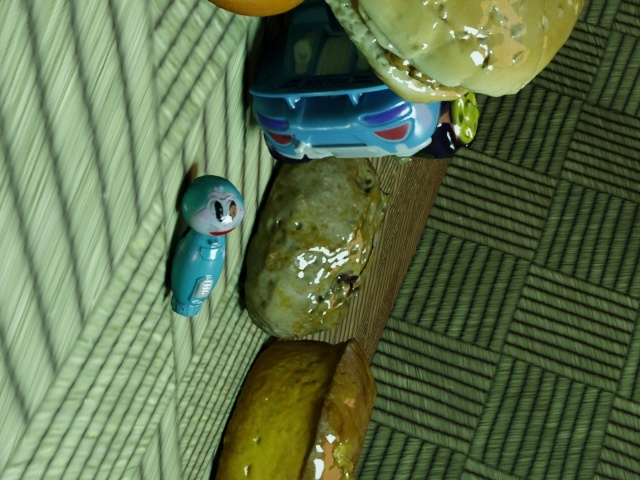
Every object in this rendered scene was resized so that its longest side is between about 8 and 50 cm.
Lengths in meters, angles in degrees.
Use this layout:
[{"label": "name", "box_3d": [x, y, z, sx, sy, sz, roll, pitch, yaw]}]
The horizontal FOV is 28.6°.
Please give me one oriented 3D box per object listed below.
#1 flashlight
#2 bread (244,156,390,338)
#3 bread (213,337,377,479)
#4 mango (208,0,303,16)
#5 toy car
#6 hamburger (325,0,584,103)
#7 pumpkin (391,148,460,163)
[{"label": "flashlight", "box_3d": [-0.096, 0.005, 1.013, 0.051, 0.051, 0.129, -60, 171, -53]}, {"label": "bread", "box_3d": [0.000, 0.000, 1.375, 0.230, 0.123, 0.230, 17, 90, -83]}, {"label": "bread", "box_3d": [-0.031, 0.268, 1.635, 0.312, 0.172, 0.312, 15, 90, -84]}, {"label": "mango", "box_3d": [-0.037, -0.206, 0.750, 0.217, 0.102, 0.141, -53, 137, -75]}, {"label": "toy car", "box_3d": [0.053, -0.200, 1.112, 0.166, 0.198, 0.314, 60, 42, -44]}, {"label": "hamburger", "box_3d": [0.091, -0.249, 0.934, 0.144, 0.283, 0.259, -16, -147, 48]}, {"label": "pumpkin", "box_3d": [0.115, -0.163, 1.593, 0.167, 0.167, 0.125, 68, 39, -78]}]
